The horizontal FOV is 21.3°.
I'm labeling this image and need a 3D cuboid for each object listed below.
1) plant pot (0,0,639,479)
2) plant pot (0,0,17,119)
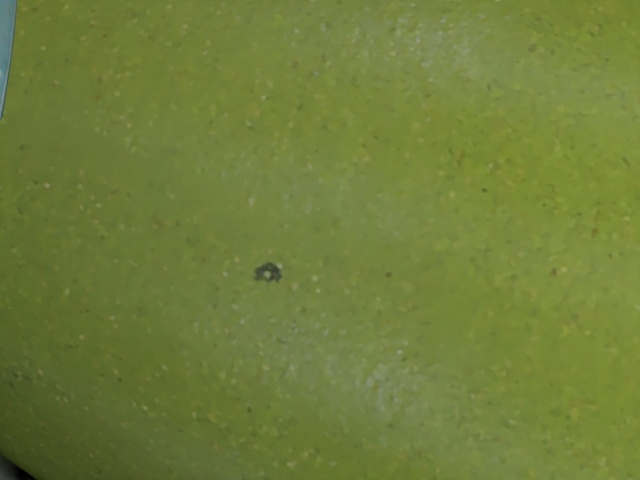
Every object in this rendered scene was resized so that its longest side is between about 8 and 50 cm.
[{"bbox_3d":[0.000,0.000,0.523,0.293,0.275,0.275,17,43,0],"label":"plant pot"},{"bbox_3d":[-0.258,-0.040,0.308,0.334,0.341,0.341,20,43,-31],"label":"plant pot"}]
